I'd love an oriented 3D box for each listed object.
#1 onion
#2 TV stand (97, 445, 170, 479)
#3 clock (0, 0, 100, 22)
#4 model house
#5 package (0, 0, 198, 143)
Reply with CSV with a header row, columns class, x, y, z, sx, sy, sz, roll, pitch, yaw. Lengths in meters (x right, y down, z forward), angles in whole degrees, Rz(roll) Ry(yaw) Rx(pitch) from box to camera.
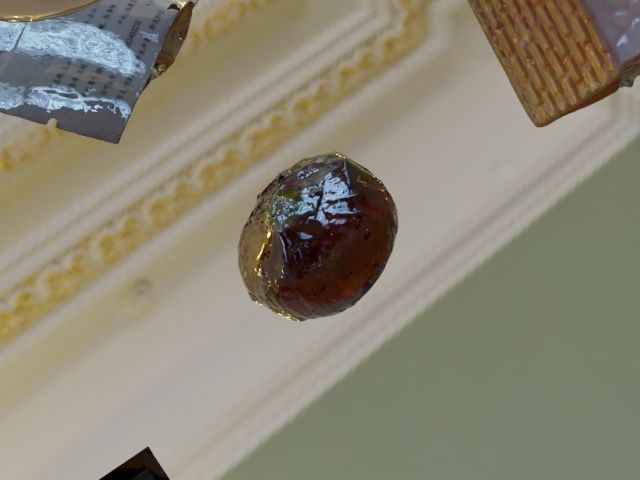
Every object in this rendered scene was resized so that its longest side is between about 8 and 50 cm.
class,x,y,z,sx,sy,sz,roll,pitch,yaw
onion,0.000,0.000,0.906,0.097,0.107,0.107,39,-97,-29
TV stand,-0.204,0.221,0.992,0.256,0.040,0.049,-31,-5,-41
clock,-0.288,-0.317,1.059,0.376,0.250,0.368,-23,-85,-15
model house,0.291,-0.260,1.597,0.237,0.202,0.237,-30,-3,13
package,-0.240,-0.193,1.390,0.251,0.204,0.062,-70,-11,-50
